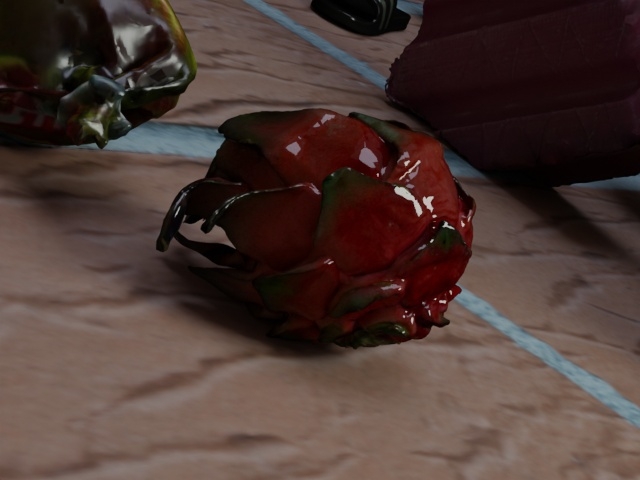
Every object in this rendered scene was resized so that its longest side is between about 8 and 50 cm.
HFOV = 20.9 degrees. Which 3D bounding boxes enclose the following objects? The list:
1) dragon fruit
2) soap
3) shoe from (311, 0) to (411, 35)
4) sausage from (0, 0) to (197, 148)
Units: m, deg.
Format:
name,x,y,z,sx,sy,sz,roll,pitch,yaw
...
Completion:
name,x,y,z,sx,sy,sz,roll,pitch,yaw
dragon fruit,0.003,-0.004,0.815,0.142,0.130,0.121,25,49,-4
soap,0.171,-0.134,1.328,0.112,0.182,0.289,10,-11,-39
shoe,0.047,-0.237,1.688,0.071,0.049,0.179,29,17,16
sausage,-0.141,-0.119,0.942,0.125,0.117,0.317,15,21,-25
